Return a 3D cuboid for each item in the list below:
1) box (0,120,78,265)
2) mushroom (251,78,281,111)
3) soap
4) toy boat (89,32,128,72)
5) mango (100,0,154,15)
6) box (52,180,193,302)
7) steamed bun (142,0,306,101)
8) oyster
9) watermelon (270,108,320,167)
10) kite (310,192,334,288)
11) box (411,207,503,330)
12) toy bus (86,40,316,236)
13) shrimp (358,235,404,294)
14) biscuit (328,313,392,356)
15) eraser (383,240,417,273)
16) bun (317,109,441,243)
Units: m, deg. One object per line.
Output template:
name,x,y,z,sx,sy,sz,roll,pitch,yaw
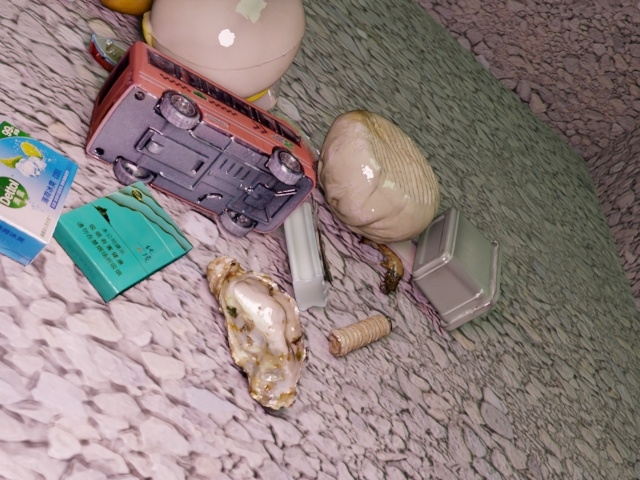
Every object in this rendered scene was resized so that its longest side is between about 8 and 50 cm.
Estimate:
box,-0.475,-0.076,1.216,0.139,0.073,0.194,34,35,-27
mushroom,-0.166,-0.461,2.007,0.109,0.097,0.351,30,33,-39
soap,-0.034,0.033,1.635,0.119,0.067,0.198,83,-2,-52
toy boat,-0.408,-0.380,1.635,0.173,0.059,0.069,26,39,-36
mango,-0.419,-0.575,1.773,0.138,0.113,0.253,48,26,9
box,-0.338,-0.005,1.351,0.161,0.042,0.226,52,32,0
steamed bun,-0.205,-0.480,1.749,0.334,0.334,0.374,46,47,-9
oyster,-0.119,0.172,1.429,0.166,0.094,0.294,4,62,-28
watermelon,-0.084,-0.217,1.888,0.187,0.071,0.139,44,38,-27
kite,0.000,0.000,1.654,0.267,0.013,0.322,82,-4,-52
box,0.348,0.058,2.036,0.182,0.175,0.311,48,31,-15
toy bus,-0.228,-0.192,1.543,0.427,0.203,0.233,26,35,-32
shrimp,0.145,0.053,1.922,0.148,0.035,0.195,48,26,-9
biscuit,0.084,0.199,1.674,0.219,0.055,0.061,-13,85,-57
eraser,0.215,0.022,2.061,0.150,0.023,0.104,44,31,-12
bun,0.131,-0.145,1.934,0.365,0.219,0.365,37,34,-30
